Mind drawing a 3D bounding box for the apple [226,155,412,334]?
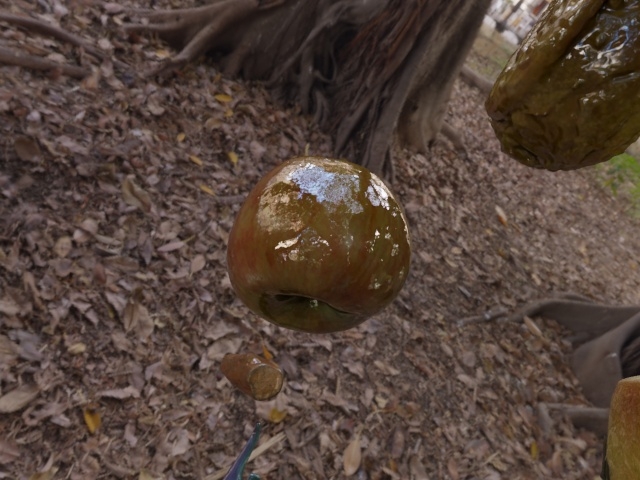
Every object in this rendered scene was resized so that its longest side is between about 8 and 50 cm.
[{"bbox_3d":[0.000,0.000,0.755,0.265,0.264,0.264,27,33,-19],"label":"apple"}]

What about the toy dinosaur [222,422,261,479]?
[{"bbox_3d":[-0.201,0.562,0.904,0.331,0.129,0.383,-11,88,-42],"label":"toy dinosaur"}]

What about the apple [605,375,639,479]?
[{"bbox_3d":[0.393,0.223,0.358,0.252,0.314,0.308,-2,71,-33],"label":"apple"}]

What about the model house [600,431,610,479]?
[{"bbox_3d":[0.811,0.535,1.162,0.204,0.279,0.218,-97,172,-56],"label":"model house"}]

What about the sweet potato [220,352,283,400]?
[{"bbox_3d":[-0.180,0.319,1.273,0.097,0.252,0.097,-2,94,-38],"label":"sweet potato"}]

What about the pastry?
[{"bbox_3d":[0.275,-0.183,0.537,0.132,0.240,0.235,35,3,3],"label":"pastry"}]
